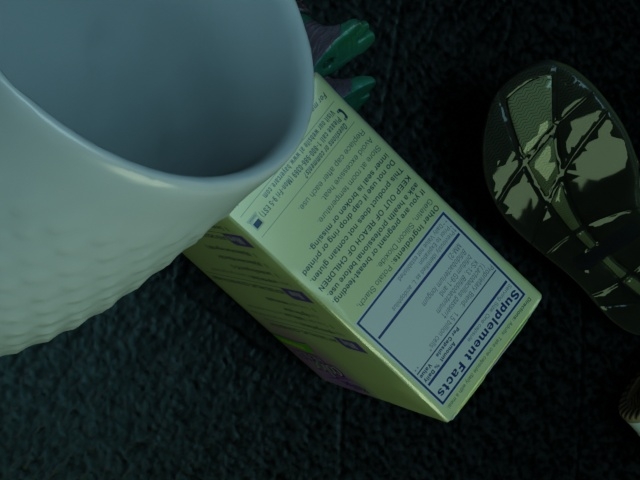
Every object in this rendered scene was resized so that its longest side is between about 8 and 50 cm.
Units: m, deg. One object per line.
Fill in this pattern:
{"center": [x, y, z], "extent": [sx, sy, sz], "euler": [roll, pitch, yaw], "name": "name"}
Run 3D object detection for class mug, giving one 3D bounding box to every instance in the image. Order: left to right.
{"center": [-0.224, -0.110, 1.087], "extent": [0.276, 0.328, 0.374], "euler": [5, 57, -43], "name": "mug"}

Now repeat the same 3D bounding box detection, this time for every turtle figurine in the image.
{"center": [-0.056, -0.193, 1.252], "extent": [0.118, 0.175, 0.234], "euler": [-42, 70, 3], "name": "turtle figurine"}

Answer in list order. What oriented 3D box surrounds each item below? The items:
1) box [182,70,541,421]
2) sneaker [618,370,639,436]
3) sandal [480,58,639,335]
{"center": [0.000, 0.000, 1.246], "extent": [0.243, 0.213, 0.117], "euler": [44, 76, -20], "name": "box"}
{"center": [0.404, 0.106, 1.499], "extent": [0.282, 0.099, 0.153], "euler": [-44, 105, -8], "name": "sneaker"}
{"center": [0.224, -0.034, 1.420], "extent": [0.120, 0.086, 0.303], "euler": [-27, 127, 17], "name": "sandal"}
